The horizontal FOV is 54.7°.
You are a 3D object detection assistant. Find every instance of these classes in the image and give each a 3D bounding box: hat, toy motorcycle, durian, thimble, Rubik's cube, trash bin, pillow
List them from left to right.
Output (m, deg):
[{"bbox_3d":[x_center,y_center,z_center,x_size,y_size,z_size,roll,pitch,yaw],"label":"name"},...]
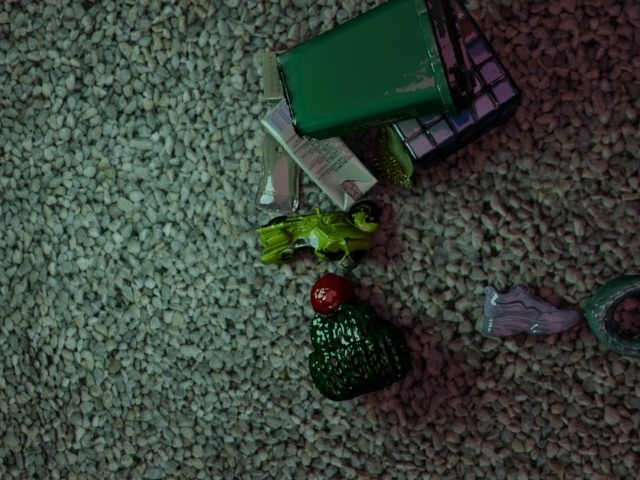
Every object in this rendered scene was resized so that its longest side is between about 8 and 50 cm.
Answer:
[{"bbox_3d":[-0.113,-0.193,1.766,0.131,0.038,0.232,9,92,9],"label":"pillow"},{"bbox_3d":[0.001,0.001,1.699,0.342,0.142,0.206,-9,49,12],"label":"toy motorcycle"},{"bbox_3d":[0.071,0.243,1.644,0.274,0.242,0.332,-23,84,15],"label":"hat"},{"bbox_3d":[0.115,-0.374,1.311,0.381,0.259,0.295,-15,89,16],"label":"trash bin"},{"bbox_3d":[0.184,-0.215,1.630,0.096,0.137,0.220,-17,62,6],"label":"durian"},{"bbox_3d":[0.296,-0.372,1.542,0.287,0.292,0.293,-32,86,12],"label":"Rubik's cube"},{"bbox_3d":[0.775,0.183,1.537,0.235,0.143,0.198,-1,91,12],"label":"thimble"}]

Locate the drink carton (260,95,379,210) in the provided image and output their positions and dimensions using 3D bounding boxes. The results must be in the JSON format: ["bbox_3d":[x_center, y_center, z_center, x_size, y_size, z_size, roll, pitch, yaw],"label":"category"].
[{"bbox_3d":[0.003,-0.246,1.632,0.132,0.194,0.324,-42,94,14],"label":"drink carton"}]

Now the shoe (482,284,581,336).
[{"bbox_3d":[0.543,0.177,1.611,0.245,0.095,0.137,-6,94,19],"label":"shoe"}]

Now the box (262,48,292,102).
[{"bbox_3d":[-0.059,-0.464,1.733,0.201,0.058,0.141,-3,92,13],"label":"box"}]
